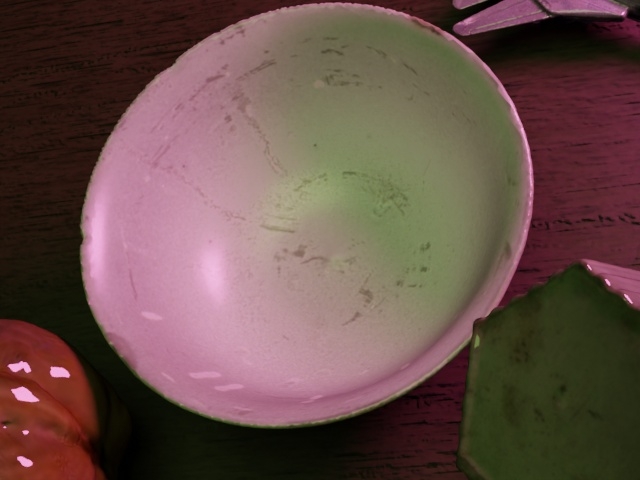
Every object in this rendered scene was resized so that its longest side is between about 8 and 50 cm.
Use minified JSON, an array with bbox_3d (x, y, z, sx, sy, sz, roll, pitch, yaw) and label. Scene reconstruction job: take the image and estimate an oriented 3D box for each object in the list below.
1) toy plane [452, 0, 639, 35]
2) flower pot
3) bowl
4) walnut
[{"bbox_3d":[0.289,-0.264,1.323,0.267,0.088,0.212,26,77,16],"label":"toy plane"},{"bbox_3d":[0.250,0.142,1.010,0.239,0.189,0.209,-34,57,37],"label":"flower pot"},{"bbox_3d":[0.000,0.000,1.223,0.435,0.196,0.435,-6,66,13],"label":"bowl"},{"bbox_3d":[-0.360,0.228,1.182,0.344,0.306,0.306,-7,66,10],"label":"walnut"}]
